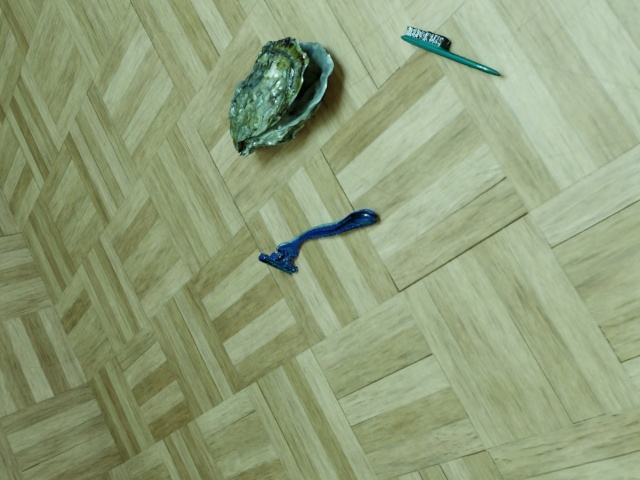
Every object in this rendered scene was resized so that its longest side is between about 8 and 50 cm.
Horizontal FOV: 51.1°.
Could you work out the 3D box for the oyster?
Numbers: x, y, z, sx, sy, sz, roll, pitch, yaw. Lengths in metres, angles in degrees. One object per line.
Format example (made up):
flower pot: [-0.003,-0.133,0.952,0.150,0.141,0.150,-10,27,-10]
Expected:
oyster: [-0.095,-0.273,1.346,0.351,0.158,0.162,-44,29,53]

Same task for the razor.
razor: [0.001,-0.011,1.392,0.324,0.093,0.056,-27,48,44]

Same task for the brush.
brush: [0.210,-0.307,1.072,0.193,0.043,0.032,32,109,34]
